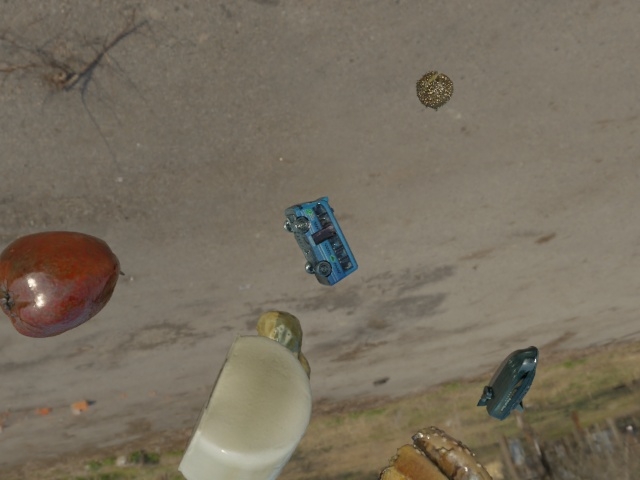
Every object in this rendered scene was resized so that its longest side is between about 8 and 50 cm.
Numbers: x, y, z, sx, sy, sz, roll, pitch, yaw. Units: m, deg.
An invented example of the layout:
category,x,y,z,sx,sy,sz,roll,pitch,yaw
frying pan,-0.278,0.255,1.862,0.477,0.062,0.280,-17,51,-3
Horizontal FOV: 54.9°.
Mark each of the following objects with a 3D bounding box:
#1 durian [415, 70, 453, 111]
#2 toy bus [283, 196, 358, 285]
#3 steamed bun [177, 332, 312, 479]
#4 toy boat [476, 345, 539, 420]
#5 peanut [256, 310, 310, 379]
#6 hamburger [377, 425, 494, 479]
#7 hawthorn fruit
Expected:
category,x,y,z,sx,sy,sz,roll,pitch,yaw
durian,0.237,-0.308,1.277,0.080,0.080,0.091,-17,126,5
toy bus,0.000,0.000,1.752,0.134,0.246,0.113,-29,-170,-17
steamed bun,-0.106,0.279,0.981,0.164,0.241,0.146,23,126,-3
toy boat,0.468,0.336,1.480,0.103,0.093,0.246,11,131,-4
peanut,-0.104,0.324,1.636,0.152,0.313,0.152,-2,-160,1
hamburger,0.285,0.645,1.362,0.268,0.287,0.445,-23,127,-42
hawthorn fruit,-0.503,0.075,1.232,0.210,0.210,0.262,-35,171,40
